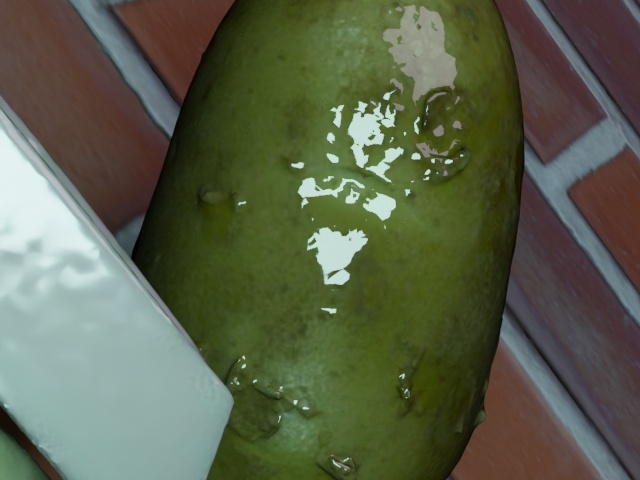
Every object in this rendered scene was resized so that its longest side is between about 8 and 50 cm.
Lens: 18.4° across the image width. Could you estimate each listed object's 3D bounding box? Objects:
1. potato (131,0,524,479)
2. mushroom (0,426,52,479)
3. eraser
[{"bbox_3d":[0.002,0.002,1.130,0.219,0.359,0.270,10,27,-6],"label":"potato"},{"bbox_3d":[-0.164,0.138,0.887,0.087,0.107,0.333,-149,-133,-69],"label":"mushroom"},{"bbox_3d":[-0.143,0.015,0.944,0.213,0.082,0.397,53,-7,-14],"label":"eraser"}]
